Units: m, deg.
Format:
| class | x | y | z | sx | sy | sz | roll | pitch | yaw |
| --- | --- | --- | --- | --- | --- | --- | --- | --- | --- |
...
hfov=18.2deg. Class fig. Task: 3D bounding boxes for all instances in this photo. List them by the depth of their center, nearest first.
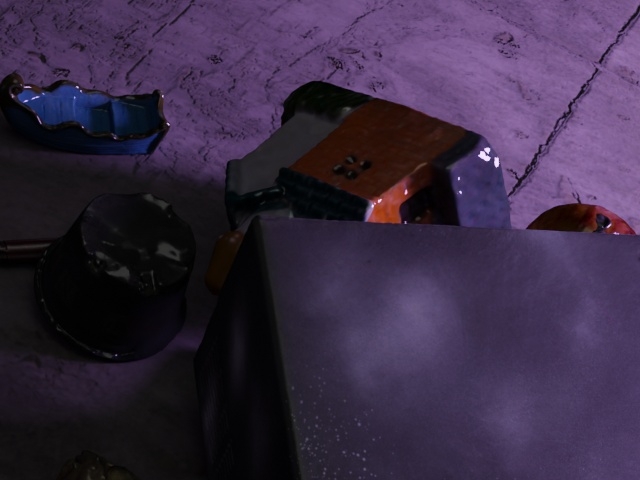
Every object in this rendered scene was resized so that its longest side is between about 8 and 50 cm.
| class | x | y | z | sx | sy | sz | roll | pitch | yaw |
| --- | --- | --- | --- | --- | --- | --- | --- | --- | --- |
| fig | 0.286 | 0.048 | 2.094 | 0.202 | 0.148 | 0.149 | 27 | 69 | -40 |

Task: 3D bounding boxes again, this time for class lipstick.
| class | x | y | z | sx | sy | sz | roll | pitch | yaw |
| --- | --- | --- | --- | --- | --- | --- | --- | --- | --- |
| lipstick | -0.339 | 0.013 | 1.979 | 0.176 | 0.027 | 0.027 | -2 | 46 | -22 |

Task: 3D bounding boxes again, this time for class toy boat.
| class | x | y | z | sx | sy | sz | roll | pitch | yaw |
| --- | --- | --- | --- | --- | --- | --- | --- | --- | --- |
| toy boat | -0.255 | -0.142 | 2.137 | 0.185 | 0.077 | 0.075 | 5 | 44 | -16 |

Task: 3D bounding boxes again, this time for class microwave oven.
| class | x | y | z | sx | sy | sz | roll | pitch | yaw |
| --- | --- | --- | --- | --- | --- | --- | --- | --- | --- |
| microwave oven | 0.132 | 0.168 | 1.788 | 0.432 | 0.236 | 0.374 | 3 | 54 | -19 |

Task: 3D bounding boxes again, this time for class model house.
| class | x | y | z | sx | sy | sz | roll | pitch | yaw |
| --- | --- | --- | --- | --- | --- | --- | --- | --- | --- |
| model house | 0.000 | 0.000 | 1.986 | 0.271 | 0.190 | 0.301 | 23 | 46 | 39 |

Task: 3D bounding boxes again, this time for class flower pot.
| class | x | y | z | sx | sy | sz | roll | pitch | yaw |
| --- | --- | --- | --- | --- | --- | --- | --- | --- | --- |
| flower pot | -0.192 | 0.025 | 1.941 | 0.157 | 0.107 | 0.157 | 12 | 51 | -15 |

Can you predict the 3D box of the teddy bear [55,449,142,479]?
| class | x | y | z | sx | sy | sz | roll | pitch | yaw |
| --- | --- | --- | --- | --- | --- | --- | --- | --- | --- |
| teddy bear | -0.206 | 0.298 | 1.609 | 0.267 | 0.156 | 0.256 | 8 | 58 | 38 |
